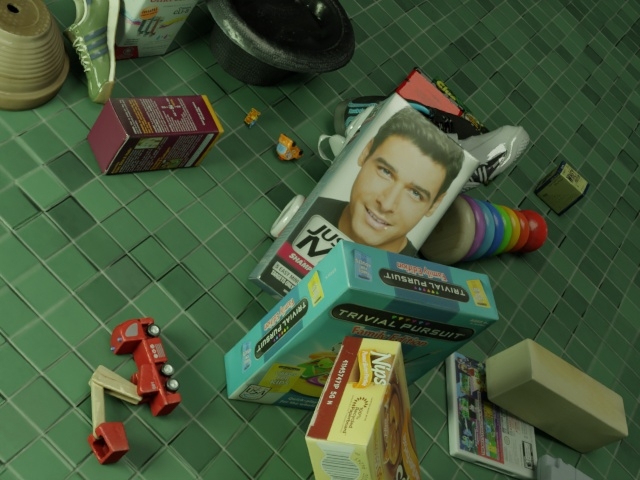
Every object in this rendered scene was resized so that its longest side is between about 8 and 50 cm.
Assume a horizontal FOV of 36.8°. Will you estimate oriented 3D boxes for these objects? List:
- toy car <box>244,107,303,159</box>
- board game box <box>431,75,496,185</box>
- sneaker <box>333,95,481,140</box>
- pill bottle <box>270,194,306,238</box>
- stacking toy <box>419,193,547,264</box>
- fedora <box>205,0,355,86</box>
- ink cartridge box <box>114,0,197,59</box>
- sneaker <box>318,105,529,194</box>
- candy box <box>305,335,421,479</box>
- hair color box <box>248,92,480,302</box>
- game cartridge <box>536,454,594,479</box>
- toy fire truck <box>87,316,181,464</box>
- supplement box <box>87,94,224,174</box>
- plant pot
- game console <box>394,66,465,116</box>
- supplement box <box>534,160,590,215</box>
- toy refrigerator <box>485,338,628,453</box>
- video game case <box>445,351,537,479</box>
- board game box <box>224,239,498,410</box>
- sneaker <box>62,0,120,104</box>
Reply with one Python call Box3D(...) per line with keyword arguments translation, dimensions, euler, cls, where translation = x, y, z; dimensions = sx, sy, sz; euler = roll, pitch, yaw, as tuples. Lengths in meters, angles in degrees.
Box3D(translation=(-0.089, -0.189, 1.789), dimensions=(0.122, 0.060, 0.040), euler=(38, 84, 17), cls="toy car")
Box3D(translation=(0.314, -0.246, 2.142), dimensions=(0.260, 0.030, 0.136), euler=(48, 44, 3), cls="board game box")
Box3D(translation=(0.198, -0.212, 1.920), dimensions=(0.340, 0.139, 0.125), euler=(5, 87, -29), cls="sneaker")
Box3D(translation=(0.000, 0.000, 1.657), dimensions=(0.160, 0.087, 0.087), euler=(37, 42, -9), cls="pill bottle")
Box3D(translation=(0.342, -0.023, 1.917), dimensions=(0.330, 0.141, 0.141), euler=(0, 58, -42), cls="stacking toy")
Box3D(translation=(-0.100, -0.399, 1.844), dimensions=(0.334, 0.152, 0.334), euler=(22, 46, -25), cls="fedora")
Box3D(translation=(-0.313, -0.422, 1.678), dimensions=(0.128, 0.176, 0.127), euler=(-19, 70, -44), cls="ink cartridge box")
Box3D(translation=(0.179, -0.168, 1.729), dimensions=(0.210, 0.365, 0.137), euler=(63, 5, -6), cls="sneaker")
Box3D(translation=(0.068, 0.308, 1.319), dimensions=(0.087, 0.316, 0.183), euler=(5, 40, 19), cls="candy box")
Box3D(translation=(0.071, -0.033, 1.570), dimensions=(0.185, 0.113, 0.374), euler=(38, 80, -8), cls="hair color box")
Box3D(translation=(0.475, 0.514, 1.634), dimensions=(0.294, 0.060, 0.196), euler=(35, 39, -18), cls="game cartridge")
Box3D(translation=(-0.266, 0.200, 1.320), dimensions=(0.135, 0.047, 0.192), euler=(-4, 60, -39), cls="toy fire truck")
Box3D(translation=(-0.269, -0.174, 1.571), dimensions=(0.188, 0.104, 0.081), euler=(-10, 64, -42), cls="supplement box")
Box3D(translation=(-0.499, -0.329, 1.511), dimensions=(0.237, 0.110, 0.237), euler=(21, 46, -23), cls="plant pot")
Box3D(translation=(0.236, -0.303, 2.095), dimensions=(0.144, 0.085, 0.124), euler=(41, 73, -3), cls="game console")
Box3D(translation=(0.547, -0.118, 2.180), dimensions=(0.083, 0.083, 0.056), euler=(42, 41, -1), cls="supplement box")
Box3D(translation=(0.424, 0.279, 1.726), dimensions=(0.269, 0.102, 0.094), euler=(31, 43, -28), cls="toy refrigerator")
Box3D(translation=(0.301, 0.310, 1.696), dimensions=(0.183, 0.023, 0.201), euler=(23, 47, -23), cls="video game case")
Box3D(translation=(0.050, 0.143, 1.397), dimensions=(0.253, 0.336, 0.079), euler=(13, 51, -30), cls="board game box")
Box3D(translation=(-0.386, -0.325, 1.589), dimensions=(0.086, 0.064, 0.192), euler=(7, 85, -35), cls="sneaker")
